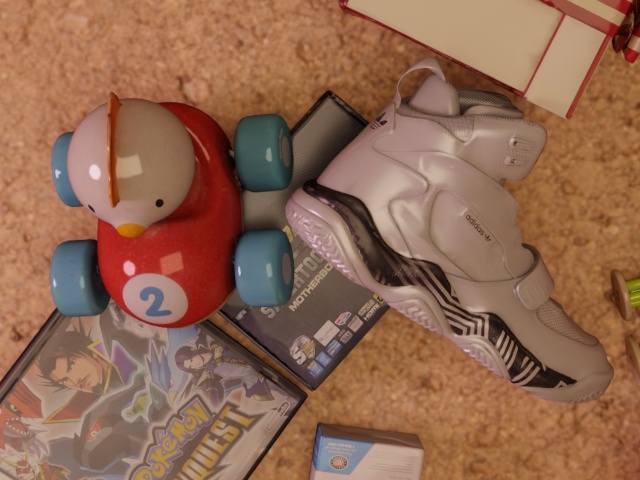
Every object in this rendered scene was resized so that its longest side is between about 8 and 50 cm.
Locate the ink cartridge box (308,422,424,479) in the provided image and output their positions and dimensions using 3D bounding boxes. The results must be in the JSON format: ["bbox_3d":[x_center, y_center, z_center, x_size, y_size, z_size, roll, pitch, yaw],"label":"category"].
[{"bbox_3d":[0.036,0.279,1.869,0.104,0.061,0.181,8,97,-5],"label":"ink cartridge box"}]

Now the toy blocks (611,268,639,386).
[{"bbox_3d":[0.371,0.069,1.867,0.148,0.054,0.123,-14,100,-2],"label":"toy blocks"}]

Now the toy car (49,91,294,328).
[{"bbox_3d":[-0.158,-0.039,1.679,0.219,0.238,0.210,-3,78,14],"label":"toy car"}]

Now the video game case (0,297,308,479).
[{"bbox_3d":[-0.190,0.186,1.827,0.248,0.035,0.275,37,83,-8],"label":"video game case"}]

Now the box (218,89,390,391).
[{"bbox_3d":[0.000,0.000,1.825,0.183,0.059,0.232,42,92,-8],"label":"box"}]

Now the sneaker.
[{"bbox_3d":[0.165,-0.006,1.742,0.366,0.137,0.210,32,99,-20],"label":"sneaker"}]

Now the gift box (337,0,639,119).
[{"bbox_3d":[0.185,-0.271,1.703,0.258,0.255,0.276,27,102,-6],"label":"gift box"}]
